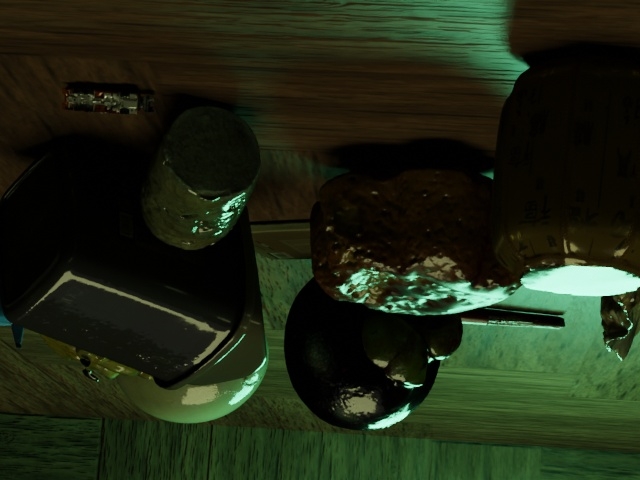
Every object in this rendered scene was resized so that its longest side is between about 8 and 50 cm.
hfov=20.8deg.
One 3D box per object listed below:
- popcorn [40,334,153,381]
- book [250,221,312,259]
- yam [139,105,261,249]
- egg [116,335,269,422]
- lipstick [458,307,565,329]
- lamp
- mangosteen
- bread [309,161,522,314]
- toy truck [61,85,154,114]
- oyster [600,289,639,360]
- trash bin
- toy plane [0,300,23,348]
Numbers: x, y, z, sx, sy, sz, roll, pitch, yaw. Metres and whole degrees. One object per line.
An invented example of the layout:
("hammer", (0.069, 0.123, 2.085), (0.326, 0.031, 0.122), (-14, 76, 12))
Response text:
("popcorn", (-0.236, 0.086, 2.079), (0.218, 0.169, 0.189), (23, 168, -24))
("book", (0.000, 0.000, 2.095), (0.199, 0.016, 0.138), (-2, 165, 26))
("yam", (-0.116, -0.062, 1.681), (0.107, 0.107, 0.194), (6, 165, -9))
("egg", (-0.188, 0.167, 2.485), (0.253, 0.186, 0.186), (-5, 164, 36))
("lipstick", (0.258, 0.109, 2.457), (0.176, 0.027, 0.027), (5, 167, -8))
("lamp", (0.221, -0.053, 1.441), (0.161, 0.185, 0.161), (4, 167, 1))
("mangosteen", (0.066, 0.124, 2.175), (0.243, 0.243, 0.243), (4, 167, 1))
("bread", (0.096, -0.006, 1.784), (0.232, 0.135, 0.247), (17, 161, -30))
("toy truck", (-0.195, -0.128, 1.602), (0.083, 0.024, 0.032), (4, -171, 8))
("oyster", (0.418, 0.049, 2.043), (0.204, 0.111, 0.396), (-16, 162, 10))
("trash bin", (-0.187, 0.029, 1.844), (0.290, 0.209, 0.182), (21, 136, -35))
("toy plane", (-0.512, 0.086, 2.447), (0.271, 0.105, 0.254), (15, 149, -26))
